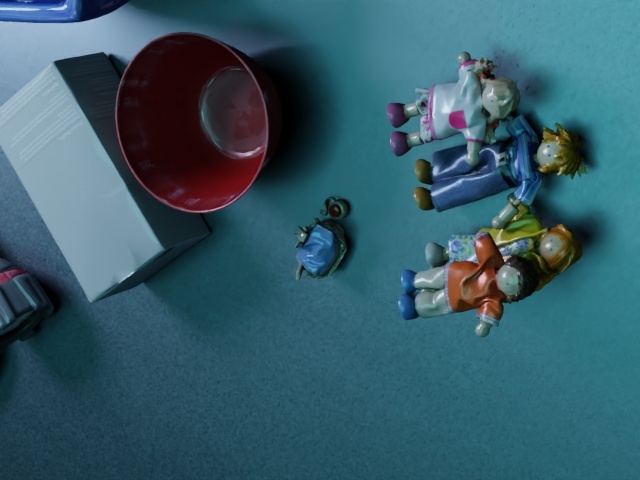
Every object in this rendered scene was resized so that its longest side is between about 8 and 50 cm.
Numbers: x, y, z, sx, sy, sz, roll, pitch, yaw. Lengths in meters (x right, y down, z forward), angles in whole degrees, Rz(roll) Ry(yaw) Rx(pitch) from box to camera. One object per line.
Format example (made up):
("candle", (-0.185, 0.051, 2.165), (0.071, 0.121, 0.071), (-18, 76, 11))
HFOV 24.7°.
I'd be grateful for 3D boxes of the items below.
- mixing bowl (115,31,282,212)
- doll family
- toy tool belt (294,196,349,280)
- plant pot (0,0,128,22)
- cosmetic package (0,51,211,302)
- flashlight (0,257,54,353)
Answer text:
("mixing bowl", (-0.107, -0.124, 1.483), (0.181, 0.098, 0.181), (6, 104, 28))
("doll family", (0.165, -0.040, 1.360), (0.163, 0.118, 0.263), (-12, 77, 37))
("toy tool belt", (0.000, 0.000, 1.479), (0.052, 0.051, 0.083), (29, 113, 21))
("plant pot", (-0.274, -0.344, 1.461), (0.236, 0.212, 0.236), (8, 105, 28))
("cosmetic package", (-0.238, -0.068, 1.571), (0.127, 0.107, 0.238), (-32, 88, 31))
("flashlight", (-0.434, -0.012, 1.695), (0.103, 0.103, 0.304), (-37, 79, -1))
